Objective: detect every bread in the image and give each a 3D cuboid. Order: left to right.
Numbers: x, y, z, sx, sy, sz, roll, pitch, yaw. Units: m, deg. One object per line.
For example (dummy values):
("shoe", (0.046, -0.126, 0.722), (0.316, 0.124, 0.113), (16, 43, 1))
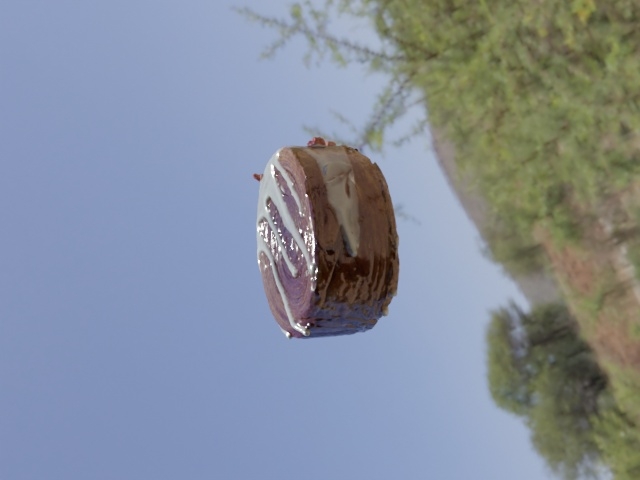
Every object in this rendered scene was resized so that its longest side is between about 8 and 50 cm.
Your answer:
("bread", (0.000, 0.000, 0.849), (0.160, 0.073, 0.160), (173, 90, -72))
